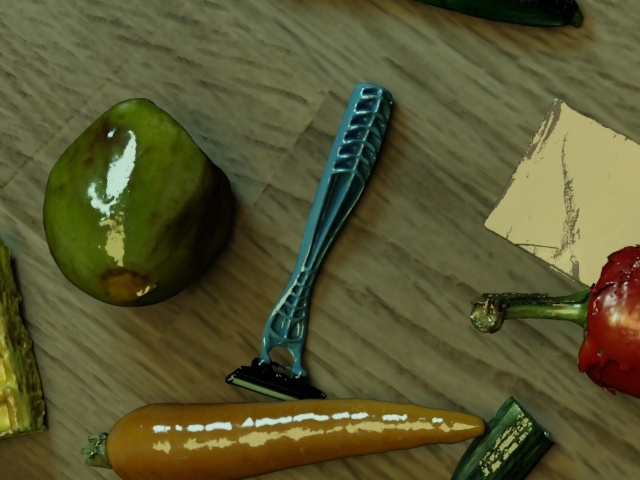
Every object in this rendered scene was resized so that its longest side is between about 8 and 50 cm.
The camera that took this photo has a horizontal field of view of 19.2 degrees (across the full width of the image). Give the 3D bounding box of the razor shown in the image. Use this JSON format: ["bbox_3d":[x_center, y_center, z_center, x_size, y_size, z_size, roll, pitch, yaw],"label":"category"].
[{"bbox_3d":[0.000,0.000,1.448,0.082,0.042,0.253,18,93,-23],"label":"razor"}]

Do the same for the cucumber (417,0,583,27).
[{"bbox_3d":[0.062,-0.208,1.433,0.284,0.056,0.056,15,92,15],"label":"cucumber"}]

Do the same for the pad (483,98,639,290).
[{"bbox_3d":[0.224,-0.013,1.389,0.187,0.006,0.113,32,98,18],"label":"pad"}]

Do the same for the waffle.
[{"bbox_3d":[-0.321,0.070,1.548,0.160,0.055,0.211,-15,83,17],"label":"waffle"}]

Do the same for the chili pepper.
[{"bbox_3d":[0.298,0.077,1.307,0.387,0.110,0.110,14,92,12],"label":"chili pepper"}]

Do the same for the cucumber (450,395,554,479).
[{"bbox_3d":[0.126,0.167,1.393,0.048,0.048,0.105,41,102,17],"label":"cucumber"}]

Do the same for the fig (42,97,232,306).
[{"bbox_3d":[-0.142,-0.017,1.441,0.144,0.166,0.154,34,132,-15],"label":"fig"}]

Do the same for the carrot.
[{"bbox_3d":[-0.035,0.148,1.431,0.336,0.069,0.069,-8,84,22],"label":"carrot"}]
